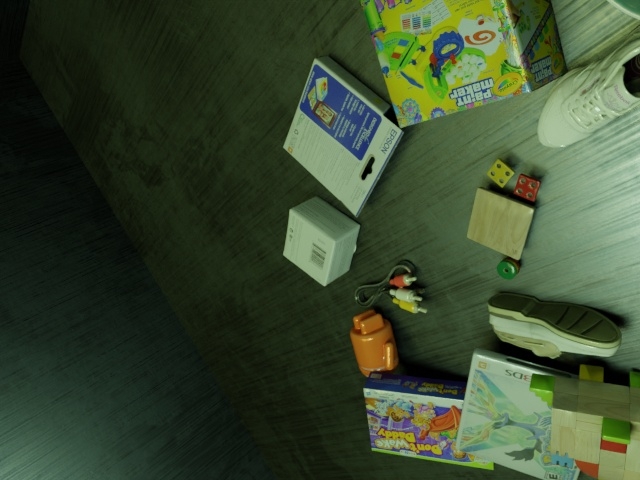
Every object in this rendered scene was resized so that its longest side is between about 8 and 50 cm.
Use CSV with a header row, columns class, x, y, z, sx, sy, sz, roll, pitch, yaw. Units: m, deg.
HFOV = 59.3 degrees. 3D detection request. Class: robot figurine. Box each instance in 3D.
class,x,y,z,sx,sy,sz,roll,pitch,yaw
robot figurine,0.162,0.318,1.670,0.158,0.128,0.219,-4,111,31

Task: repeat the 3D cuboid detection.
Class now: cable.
class,x,y,z,sx,sy,sz,roll,pitch,yaw
cable,0.180,0.135,1.584,0.287,0.072,0.139,-8,102,48

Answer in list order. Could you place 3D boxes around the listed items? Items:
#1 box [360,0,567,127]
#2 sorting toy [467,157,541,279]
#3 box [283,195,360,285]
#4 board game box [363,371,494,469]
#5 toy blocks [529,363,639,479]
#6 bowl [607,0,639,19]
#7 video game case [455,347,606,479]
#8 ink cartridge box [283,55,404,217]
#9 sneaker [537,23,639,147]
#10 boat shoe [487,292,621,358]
class,x,y,z,sx,sy,sz,roll,pitch,yaw
box,0.269,-0.399,1.081,0.290,0.177,0.279,-5,109,47
sorting toy,0.408,-0.052,1.252,0.132,0.046,0.274,28,131,33
box,0.000,0.000,1.650,0.182,0.119,0.181,36,135,27
board game box,0.308,0.502,1.577,0.347,0.078,0.233,1,116,22
toy blocks,0.648,0.438,1.198,0.382,0.190,0.260,3,123,26
bowl,0.540,-0.470,0.768,0.312,0.163,0.311,26,130,34
video game case,0.503,0.440,1.384,0.300,0.036,0.329,13,120,21
ink cartridge box,0.059,-0.268,1.469,0.307,0.072,0.303,43,137,15
sneaker,0.482,-0.257,0.964,0.114,0.152,0.305,42,140,0
boat shoe,0.518,0.202,1.255,0.302,0.113,0.103,17,127,52
